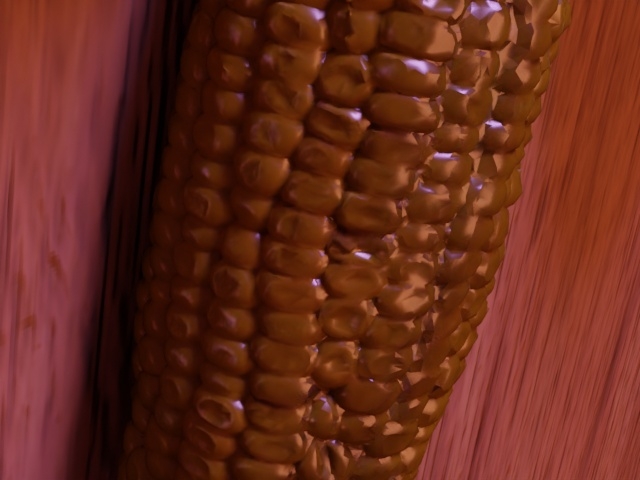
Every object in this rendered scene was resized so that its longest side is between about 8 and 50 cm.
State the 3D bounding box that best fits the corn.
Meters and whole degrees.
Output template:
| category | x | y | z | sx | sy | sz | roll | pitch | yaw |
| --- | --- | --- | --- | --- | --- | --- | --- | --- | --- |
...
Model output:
| category | x | y | z | sx | sy | sz | roll | pitch | yaw |
| --- | --- | --- | --- | --- | --- | --- | --- | --- | --- |
| corn | 0.000 | 0.000 | 0.464 | 0.119 | 0.119 | 0.322 | -12 | 122 | -60 |
